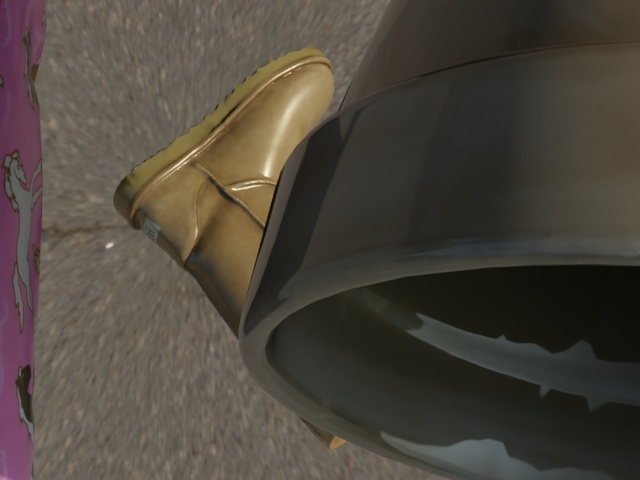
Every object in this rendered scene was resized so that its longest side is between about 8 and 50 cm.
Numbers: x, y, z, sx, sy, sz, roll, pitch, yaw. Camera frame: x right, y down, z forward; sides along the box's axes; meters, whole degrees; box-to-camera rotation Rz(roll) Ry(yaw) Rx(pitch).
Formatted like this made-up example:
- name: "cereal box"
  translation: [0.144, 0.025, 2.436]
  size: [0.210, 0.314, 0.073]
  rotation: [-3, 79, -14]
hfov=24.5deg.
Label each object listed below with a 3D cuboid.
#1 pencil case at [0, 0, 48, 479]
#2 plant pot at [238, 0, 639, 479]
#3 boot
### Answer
- name: "pencil case"
  translation: [-0.196, 0.020, 0.690]
  size: [0.160, 0.167, 0.386]
  rotation: [6, 74, -40]
- name: "plant pot"
  translation: [0.155, -0.060, 0.534]
  size: [0.323, 0.323, 0.280]
  rotation: [14, 69, -6]
- name: "boot"
  translation: [0.000, 0.000, 1.189]
  size: [0.236, 0.089, 0.269]
  rotation: [-41, 72, -17]
